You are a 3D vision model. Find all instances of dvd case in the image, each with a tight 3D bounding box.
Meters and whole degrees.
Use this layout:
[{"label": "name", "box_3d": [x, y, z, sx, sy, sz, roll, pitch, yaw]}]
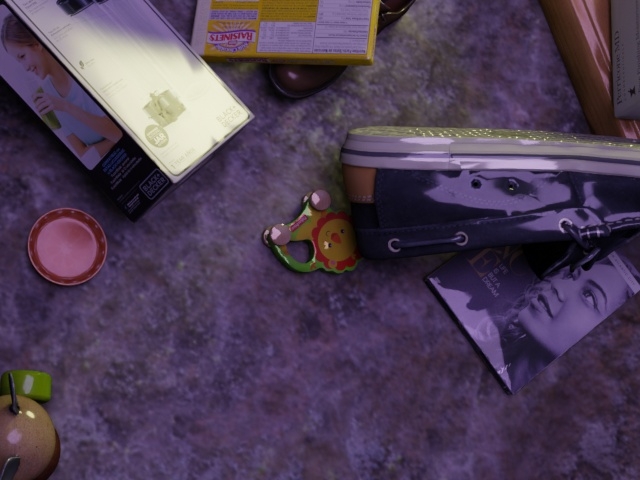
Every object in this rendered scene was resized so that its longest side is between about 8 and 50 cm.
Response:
[{"label": "dvd case", "box_3d": [0.249, 0.047, 1.815, 0.221, 0.018, 0.164, -36, 90, -21]}]

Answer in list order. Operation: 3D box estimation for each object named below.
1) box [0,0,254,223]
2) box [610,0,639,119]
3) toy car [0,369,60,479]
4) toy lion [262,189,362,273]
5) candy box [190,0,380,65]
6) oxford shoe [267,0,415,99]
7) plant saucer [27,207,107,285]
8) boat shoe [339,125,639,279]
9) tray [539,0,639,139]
[{"label": "box", "box_3d": [-0.227, -0.180, 1.649, 0.290, 0.087, 0.169, 47, 41, -3]}, {"label": "box", "box_3d": [0.438, -0.230, 1.806, 0.182, 0.119, 0.181, 4, 77, -16]}, {"label": "toy car", "box_3d": [-0.314, 0.192, 1.515, 0.149, 0.188, 0.155, 4, 76, -16]}, {"label": "toy lion", "box_3d": [0.000, 0.000, 1.744, 0.100, 0.034, 0.096, -41, 99, -21]}, {"label": "candy box", "box_3d": [-0.038, -0.245, 1.737, 0.206, 0.027, 0.105, 3, 77, 14]}, {"label": "oxford shoe", "box_3d": [0.029, -0.247, 1.774, 0.083, 0.096, 0.227, 46, 70, -5]}, {"label": "plant saucer", "box_3d": [-0.267, 0.007, 1.666, 0.083, 0.013, 0.083, 4, 76, -16]}, {"label": "boat shoe", "box_3d": [0.268, -0.038, 1.730, 0.500, 0.187, 0.156, 2, 98, -4]}, {"label": "tray", "box_3d": [0.369, -0.308, 1.905, 0.203, 0.076, 0.411, -19, 84, -20]}]
